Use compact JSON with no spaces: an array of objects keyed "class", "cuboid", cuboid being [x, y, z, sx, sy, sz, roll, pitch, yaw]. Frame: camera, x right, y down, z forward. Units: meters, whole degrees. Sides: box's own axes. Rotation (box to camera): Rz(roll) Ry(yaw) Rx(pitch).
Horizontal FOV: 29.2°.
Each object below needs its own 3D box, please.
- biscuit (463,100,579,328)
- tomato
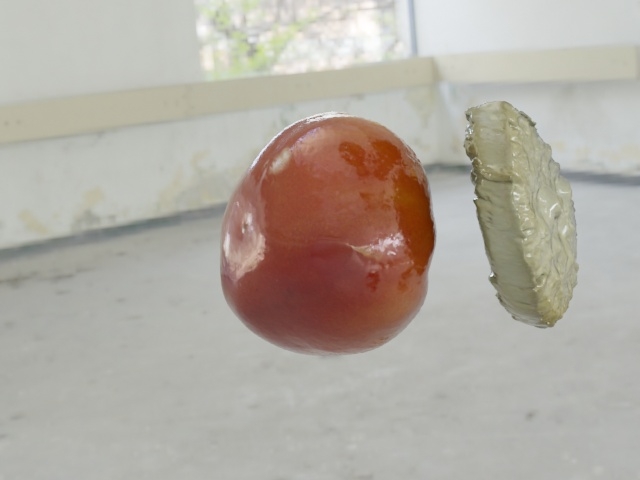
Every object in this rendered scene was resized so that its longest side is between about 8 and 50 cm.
[{"class":"biscuit","cuboid":[0.210,-0.003,1.219,0.084,0.179,0.281,-8,-26,19]},{"class":"tomato","cuboid":[0.000,-0.004,1.245,0.180,0.260,0.259,8,1,-35]}]
